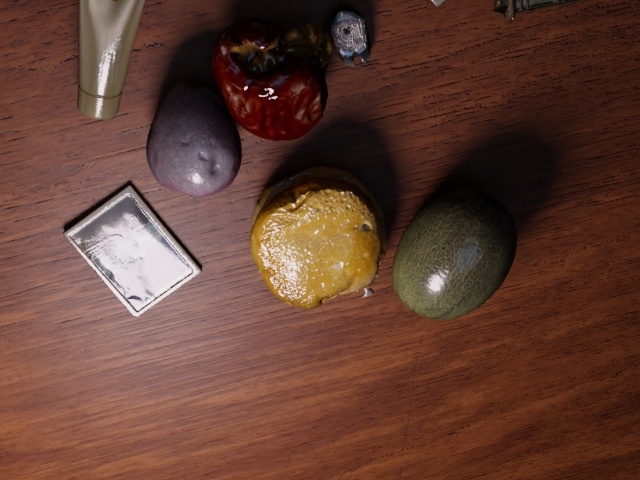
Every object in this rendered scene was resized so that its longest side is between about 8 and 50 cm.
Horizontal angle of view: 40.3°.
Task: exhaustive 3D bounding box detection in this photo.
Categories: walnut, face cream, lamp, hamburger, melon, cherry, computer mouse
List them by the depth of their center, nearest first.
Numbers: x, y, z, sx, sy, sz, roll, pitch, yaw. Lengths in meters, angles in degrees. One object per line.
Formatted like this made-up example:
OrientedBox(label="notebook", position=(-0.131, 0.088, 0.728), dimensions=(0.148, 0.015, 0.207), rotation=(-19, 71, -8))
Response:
OrientedBox(label="face cream", position=(-0.401, -0.388, 1.642), dimensions=(0.137, 0.084, 0.341), rotation=(9, 131, -14))
OrientedBox(label="walnut", position=(-0.076, -0.320, 1.673), dimensions=(0.243, 0.269, 0.222), rotation=(-26, 82, 0))
OrientedBox(label="cherry", position=(-0.252, -0.185, 1.739), dimensions=(0.183, 0.213, 0.266), rotation=(-18, 111, -37))
OrientedBox(label="lamp", position=(0.514, -0.522, 1.756), dimensions=(0.325, 0.089, 0.090), rotation=(-12, 114, -3))
OrientedBox(label="computer mouse", position=(0.060, -0.417, 1.765), dimensions=(0.079, 0.047, 0.135), rotation=(-14, 126, 11))
OrientedBox(label="hamburger", position=(0.000, 0.000, 1.869), dimensions=(0.289, 0.170, 0.314), rotation=(-20, 115, 5))
OrientedBox(label="melon", position=(0.286, 0.035, 1.884), dimensions=(0.237, 0.237, 0.302), rotation=(26, 112, -17))

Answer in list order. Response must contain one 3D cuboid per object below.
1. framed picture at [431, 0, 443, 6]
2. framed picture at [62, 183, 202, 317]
OrientedBox(label="framed picture", position=(0.230, -0.590, 1.729), dimensions=(0.150, 0.015, 0.203), rotation=(-38, 113, 9))
OrientedBox(label="framed picture", position=(-0.409, 0.025, 1.909), dimensions=(0.189, 0.023, 0.260), rotation=(-34, 113, 5))
